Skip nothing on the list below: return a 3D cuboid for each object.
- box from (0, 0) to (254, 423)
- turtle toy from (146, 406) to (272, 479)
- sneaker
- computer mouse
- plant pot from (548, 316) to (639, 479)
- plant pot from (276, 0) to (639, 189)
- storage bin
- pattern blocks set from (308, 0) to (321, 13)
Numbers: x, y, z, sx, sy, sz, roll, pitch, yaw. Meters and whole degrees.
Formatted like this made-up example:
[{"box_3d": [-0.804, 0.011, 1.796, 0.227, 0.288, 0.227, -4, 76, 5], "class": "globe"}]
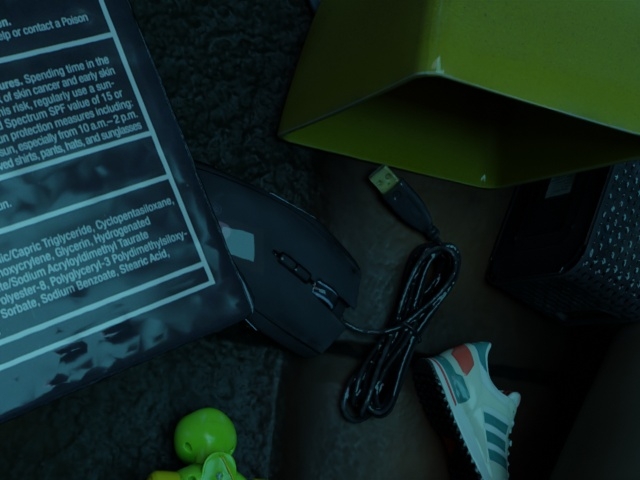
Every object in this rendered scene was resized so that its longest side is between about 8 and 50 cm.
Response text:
[{"box_3d": [-0.242, -0.035, 0.522, 0.296, 0.183, 0.294, -21, 92, -29], "class": "box"}, {"box_3d": [-0.080, 0.179, 0.638, 0.095, 0.066, 0.130, 12, 77, -24], "class": "turtle toy"}, {"box_3d": [0.137, 0.156, 0.752, 0.075, 0.057, 0.161, -22, 90, -21], "class": "sneaker"}, {"box_3d": [0.000, 0.000, 0.706, 0.262, 0.060, 0.184, 39, 69, -16], "class": "computer mouse"}, {"box_3d": [0.318, 0.183, 0.721, 0.323, 0.323, 0.280, 30, 56, -19], "class": "plant pot"}, {"box_3d": [0.114, -0.160, 0.692, 0.212, 0.212, 0.187, 11, 79, -26], "class": "plant pot"}, {"box_3d": [0.229, -0.028, 0.786, 0.084, 0.122, 0.180, 29, 71, -20], "class": "storage bin"}, {"box_3d": [0.094, -0.319, 0.814, 0.325, 0.026, 0.285, -16, 90, -27], "class": "pattern blocks set"}]
